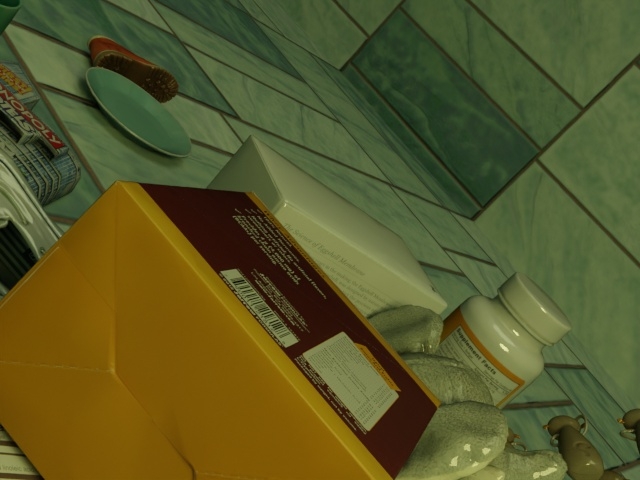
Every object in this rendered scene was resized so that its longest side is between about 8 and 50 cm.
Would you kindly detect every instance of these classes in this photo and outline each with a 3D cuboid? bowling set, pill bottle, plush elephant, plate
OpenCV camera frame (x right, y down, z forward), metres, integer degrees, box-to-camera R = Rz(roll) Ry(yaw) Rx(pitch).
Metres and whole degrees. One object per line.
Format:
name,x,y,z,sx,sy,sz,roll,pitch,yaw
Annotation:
bowling set,0.366,0.358,1.259,0.287,0.200,0.154,0,15,2
pill bottle,0.206,0.160,1.152,0.136,0.246,0.136,39,17,-15
plush elephant,0.077,0.203,0.733,0.330,0.255,0.272,37,20,-20
plate,-0.267,-0.180,1.263,0.188,0.024,0.188,39,17,-14

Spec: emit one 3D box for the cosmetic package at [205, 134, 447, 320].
cosmetic package,-0.042,0.059,0.862,0.224,0.225,0.138,33,19,-34

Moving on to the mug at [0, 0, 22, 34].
mug,-0.435,-0.281,0.992,0.157,0.097,0.129,38,18,-17

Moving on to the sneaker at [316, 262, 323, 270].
sneaker,-0.100,0.099,0.669,0.118,0.110,0.292,34,52,14

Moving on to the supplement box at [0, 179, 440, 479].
supplement box,-0.053,0.080,0.493,0.191,0.129,0.194,48,12,9

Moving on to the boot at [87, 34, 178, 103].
boot,-0.294,-0.272,1.368,0.158,0.059,0.085,23,22,-47

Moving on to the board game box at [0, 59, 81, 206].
board game box,-0.337,-0.124,0.910,0.194,0.060,0.194,42,18,-5

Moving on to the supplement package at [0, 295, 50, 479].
supplement package,-0.184,0.155,0.462,0.134,0.139,0.244,26,22,-49

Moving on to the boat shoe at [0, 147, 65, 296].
boat shoe,-0.281,-0.018,0.743,0.226,0.083,0.076,42,16,-7
